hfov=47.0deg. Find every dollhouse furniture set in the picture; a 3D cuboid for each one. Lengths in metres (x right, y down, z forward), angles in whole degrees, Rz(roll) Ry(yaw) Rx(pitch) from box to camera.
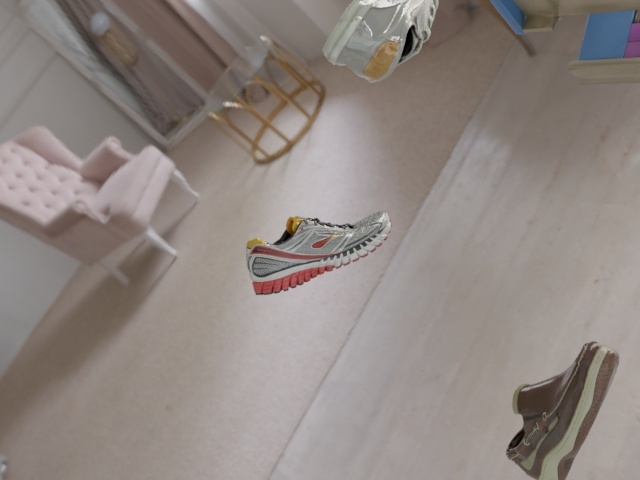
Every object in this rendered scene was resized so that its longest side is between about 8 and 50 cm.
[{"bbox_3d":[0.357,-0.323,0.782,0.286,0.303,0.198,8,80,41],"label":"dollhouse furniture set"}]

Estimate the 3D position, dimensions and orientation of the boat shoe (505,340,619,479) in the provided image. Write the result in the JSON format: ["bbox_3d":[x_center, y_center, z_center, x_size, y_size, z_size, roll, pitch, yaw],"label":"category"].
[{"bbox_3d":[0.274,0.207,0.881,0.095,0.257,0.095,25,46,23],"label":"boat shoe"}]

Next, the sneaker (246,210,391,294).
[{"bbox_3d":[0.000,0.000,1.045,0.225,0.092,0.088,-21,4,-20],"label":"sneaker"}]

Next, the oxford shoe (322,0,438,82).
[{"bbox_3d":[0.144,-0.402,1.332,0.169,0.130,0.449,-56,-1,41],"label":"oxford shoe"}]
